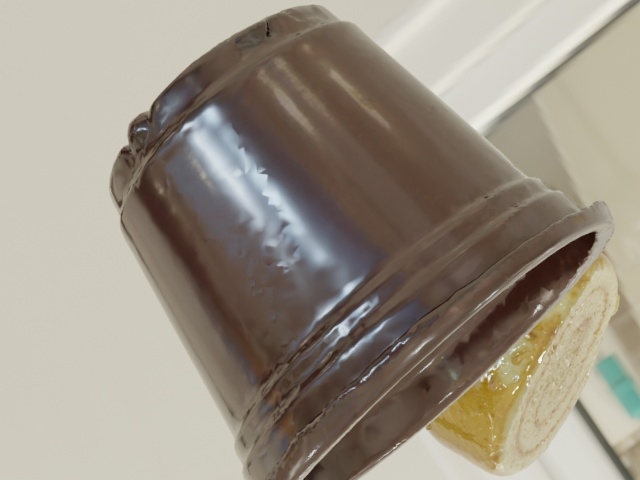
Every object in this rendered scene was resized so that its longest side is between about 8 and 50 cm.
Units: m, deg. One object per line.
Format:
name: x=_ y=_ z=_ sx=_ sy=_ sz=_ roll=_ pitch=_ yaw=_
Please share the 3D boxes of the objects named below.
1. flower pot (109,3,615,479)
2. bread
flower pot: x=0.000 y=0.000 z=0.382 sx=0.111 sy=0.089 sz=0.111 roll=-39 pitch=167 yaw=-11
bread: x=0.121 y=0.067 z=0.991 sx=0.149 sy=0.073 sz=0.122 roll=-61 pitch=152 yaw=-1
